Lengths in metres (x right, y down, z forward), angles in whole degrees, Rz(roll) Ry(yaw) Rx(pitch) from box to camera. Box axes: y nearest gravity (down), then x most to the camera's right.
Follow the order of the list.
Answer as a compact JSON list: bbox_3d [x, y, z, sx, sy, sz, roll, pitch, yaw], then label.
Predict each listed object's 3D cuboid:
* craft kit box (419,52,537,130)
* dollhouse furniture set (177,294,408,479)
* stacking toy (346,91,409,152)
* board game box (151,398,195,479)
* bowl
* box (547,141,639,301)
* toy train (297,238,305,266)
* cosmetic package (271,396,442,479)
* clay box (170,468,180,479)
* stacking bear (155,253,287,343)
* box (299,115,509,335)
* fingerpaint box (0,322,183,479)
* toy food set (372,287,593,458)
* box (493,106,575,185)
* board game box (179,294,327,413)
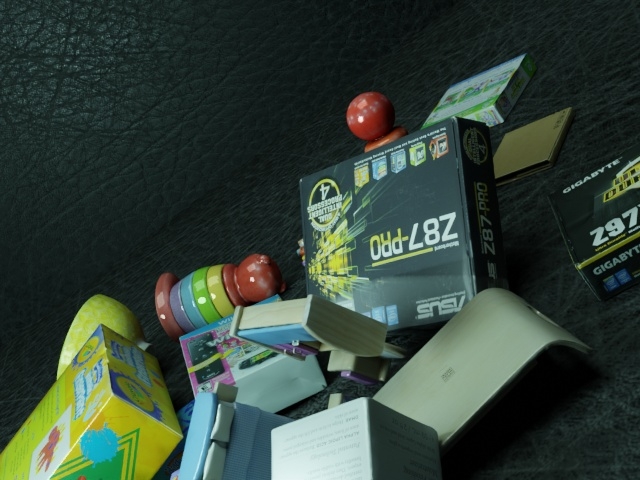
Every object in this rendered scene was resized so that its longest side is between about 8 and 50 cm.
[{"bbox_3d":[0.382,-0.339,2.221,0.249,0.061,0.247,-18,24,46],"label":"craft kit box"},{"bbox_3d":[-0.010,0.264,1.279,0.198,0.286,0.303,-12,60,54],"label":"dollhouse furniture set"},{"bbox_3d":[0.152,-0.125,1.677,0.141,0.330,0.141,-31,15,9],"label":"stacking toy"},{"bbox_3d":[-0.260,0.378,1.706,0.210,0.047,0.160,-38,18,1],"label":"board game box"},{"bbox_3d":[-0.483,0.284,2.121,0.156,0.290,0.289,13,35,9],"label":"bowl"},{"bbox_3d":[0.507,-0.072,1.315,0.322,0.079,0.257,-31,21,18],"label":"box"},{"bbox_3d":[0.000,0.000,2.127,0.166,0.046,0.125,-29,20,25],"label":"toy train"},{"bbox_3d":[0.045,0.306,1.051,0.151,0.151,0.184,-26,51,31],"label":"cosmetic package"},{"bbox_3d":[-0.199,0.434,1.450,0.127,0.053,0.222,-33,18,16],"label":"clay box"},{"bbox_3d":[-0.222,0.121,2.095,0.289,0.175,0.164,-24,20,17],"label":"stacking bear"},{"bbox_3d":[0.127,0.000,1.529,0.097,0.318,0.395,4,-14,-41],"label":"box"},{"bbox_3d":[-0.456,0.402,1.724,0.371,0.163,0.445,-53,19,-2],"label":"fingerpaint box"},{"bbox_3d":[0.202,0.210,1.219,0.306,0.092,0.220,-46,18,2],"label":"toy food set"},{"bbox_3d":[0.421,-0.186,1.832,0.164,0.021,0.201,-21,25,41],"label":"box"},{"bbox_3d":[-0.135,0.227,1.685,0.224,0.098,0.303,-24,17,-8],"label":"board game box"}]
